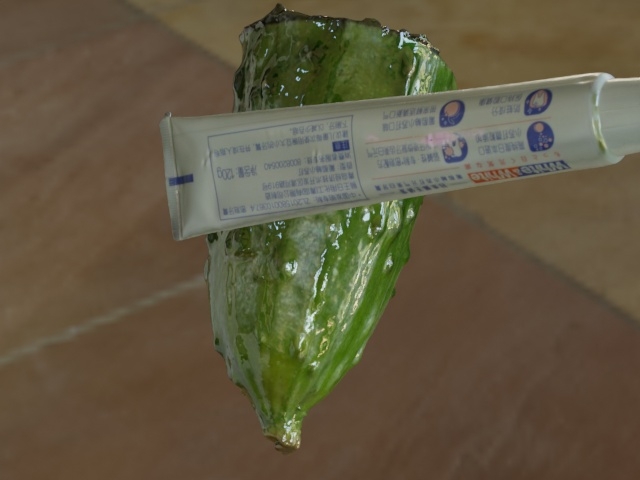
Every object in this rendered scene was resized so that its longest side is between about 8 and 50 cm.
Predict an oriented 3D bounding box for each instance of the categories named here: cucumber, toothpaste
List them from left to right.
[{"bbox_3d":[-0.003,-0.001,1.083,0.134,0.134,0.244,6,75,17],"label":"cucumber"},{"bbox_3d":[0.028,-0.036,0.718,0.218,0.052,0.033,-6,0,31],"label":"toothpaste"}]
